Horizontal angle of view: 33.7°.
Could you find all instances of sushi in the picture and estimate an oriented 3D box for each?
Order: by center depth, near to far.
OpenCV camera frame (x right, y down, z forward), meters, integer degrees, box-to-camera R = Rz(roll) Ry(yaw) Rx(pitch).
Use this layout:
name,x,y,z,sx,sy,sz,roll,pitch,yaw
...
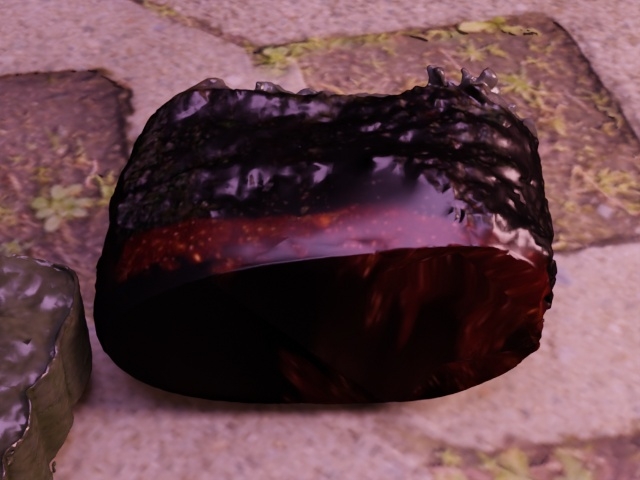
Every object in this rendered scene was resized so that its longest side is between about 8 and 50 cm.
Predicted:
name,x,y,z,sx,sy,sz,roll,pitch,yaw
sushi,0.000,0.000,0.524,0.225,0.136,0.126,-5,45,7

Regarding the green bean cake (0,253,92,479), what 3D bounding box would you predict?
name,x,y,z,sx,sy,sz,roll,pitch,yaw
green bean cake,-0.212,0.085,0.481,0.185,0.094,0.183,8,49,9
